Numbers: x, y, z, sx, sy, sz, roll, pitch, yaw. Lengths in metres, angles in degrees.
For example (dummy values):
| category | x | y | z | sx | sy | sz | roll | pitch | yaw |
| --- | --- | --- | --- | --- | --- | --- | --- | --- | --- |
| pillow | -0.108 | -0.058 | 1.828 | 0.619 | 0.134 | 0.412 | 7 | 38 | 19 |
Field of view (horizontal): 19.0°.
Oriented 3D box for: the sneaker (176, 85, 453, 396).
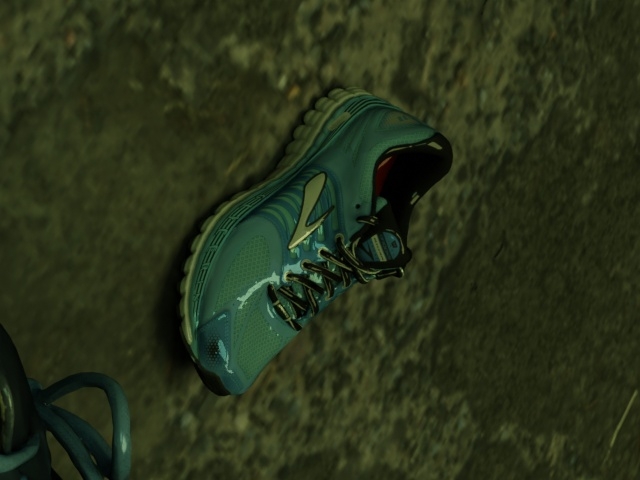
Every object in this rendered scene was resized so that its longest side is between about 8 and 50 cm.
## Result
| category | x | y | z | sx | sy | sz | roll | pitch | yaw |
| --- | --- | --- | --- | --- | --- | --- | --- | --- | --- |
| sneaker | 0.000 | 0.000 | 0.824 | 0.162 | 0.073 | 0.063 | -55 | 140 | -22 |

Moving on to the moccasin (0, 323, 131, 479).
| category | x | y | z | sx | sy | sz | roll | pitch | yaw |
| --- | --- | --- | --- | --- | --- | --- | --- | --- | --- |
| moccasin | -0.133 | 0.070 | 0.634 | 0.342 | 0.137 | 0.117 | 42 | 66 | -52 |
